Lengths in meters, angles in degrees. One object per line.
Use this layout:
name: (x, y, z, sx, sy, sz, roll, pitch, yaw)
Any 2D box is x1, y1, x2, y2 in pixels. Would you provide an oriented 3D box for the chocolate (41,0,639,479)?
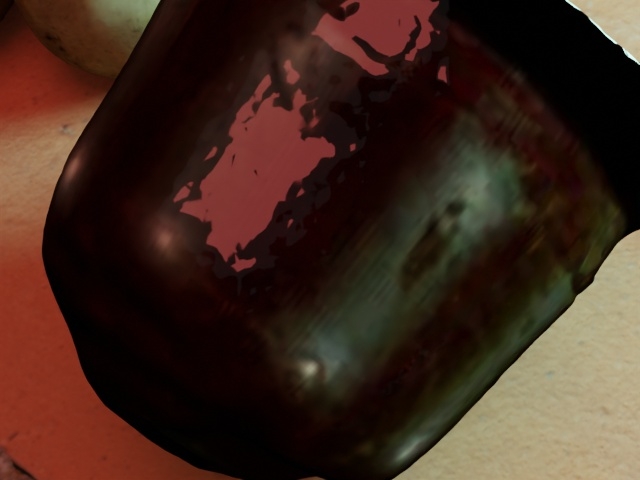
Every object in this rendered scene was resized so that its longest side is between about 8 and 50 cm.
chocolate: (0.000, 0.000, 1.248, 0.384, 0.383, 0.331, 22, 71, 25)

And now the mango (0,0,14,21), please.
mango: (-0.326, -0.244, 1.608, 0.151, 0.156, 0.248, 40, 51, -12)

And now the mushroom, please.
mushroom: (-0.152, -0.253, 1.538, 0.255, 0.255, 0.184, -7, 21, 8)
